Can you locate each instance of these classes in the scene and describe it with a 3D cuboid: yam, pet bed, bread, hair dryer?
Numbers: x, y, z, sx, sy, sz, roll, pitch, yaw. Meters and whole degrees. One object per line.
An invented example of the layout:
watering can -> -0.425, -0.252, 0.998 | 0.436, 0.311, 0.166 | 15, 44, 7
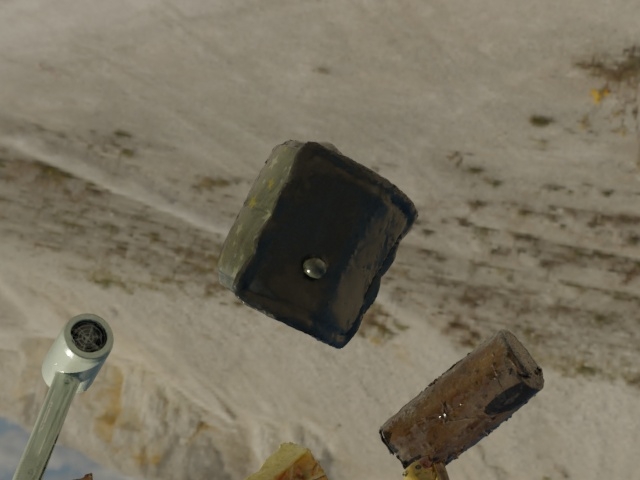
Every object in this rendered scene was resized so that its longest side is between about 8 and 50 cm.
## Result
yam -> 0.228, 0.270, 1.464 | 0.131, 0.280, 0.131 | 40, -159, -19
pet bed -> 0.000, 0.000, 1.062 | 0.183, 0.211, 0.159 | 30, 176, -30
bread -> -0.026, 0.359, 1.140 | 0.068, 0.125, 0.188 | 9, 133, 57
hair dryer -> -0.340, 0.214, 1.151 | 0.073, 0.236, 0.131 | 26, 144, -12

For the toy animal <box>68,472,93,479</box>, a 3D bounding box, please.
toy animal -> -0.285, 0.305, 0.951 | 0.116, 0.114, 0.255 | -9, 153, -22

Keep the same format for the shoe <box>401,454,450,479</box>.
shoe -> 0.166, 0.385, 1.371 | 0.069, 0.109, 0.072 | -17, -154, 1
